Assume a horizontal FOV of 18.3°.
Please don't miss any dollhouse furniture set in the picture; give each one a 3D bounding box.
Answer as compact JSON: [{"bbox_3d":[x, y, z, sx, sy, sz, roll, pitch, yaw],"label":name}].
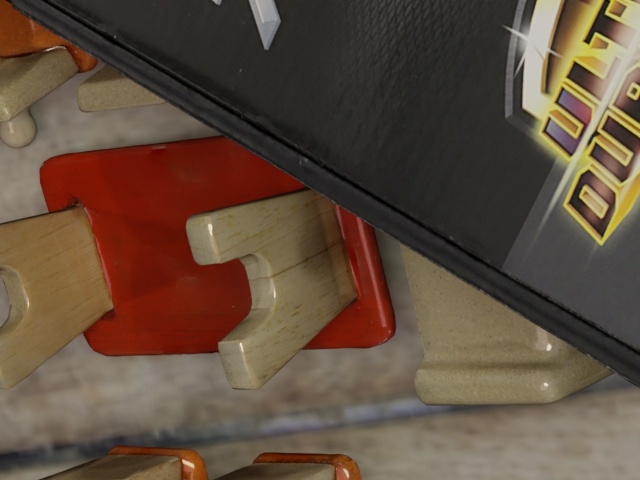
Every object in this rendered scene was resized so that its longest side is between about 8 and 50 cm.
[{"bbox_3d":[0.000,0.000,0.702,0.259,0.135,0.262,-3,107,38],"label":"dollhouse furniture set"}]

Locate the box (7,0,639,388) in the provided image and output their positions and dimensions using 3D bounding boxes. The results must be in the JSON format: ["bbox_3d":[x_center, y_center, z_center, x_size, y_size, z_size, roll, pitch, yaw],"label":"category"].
[{"bbox_3d":[0.061,-0.148,0.513,0.293,0.073,0.295,32,101,26],"label":"box"}]

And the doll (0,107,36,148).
[{"bbox_3d":[-0.169,-0.071,0.780,0.129,0.046,0.189,33,117,1],"label":"doll"}]
